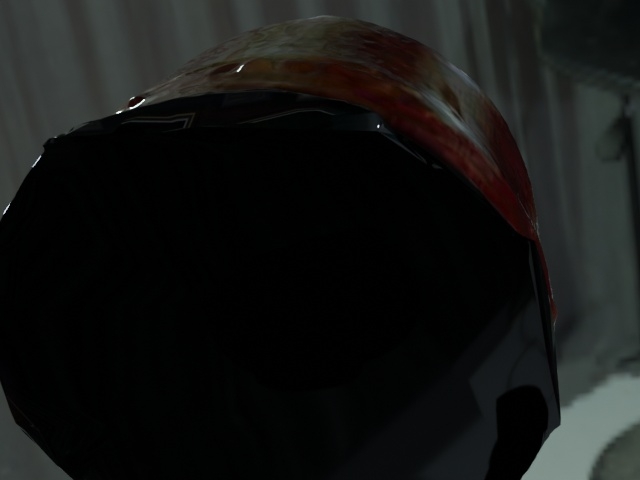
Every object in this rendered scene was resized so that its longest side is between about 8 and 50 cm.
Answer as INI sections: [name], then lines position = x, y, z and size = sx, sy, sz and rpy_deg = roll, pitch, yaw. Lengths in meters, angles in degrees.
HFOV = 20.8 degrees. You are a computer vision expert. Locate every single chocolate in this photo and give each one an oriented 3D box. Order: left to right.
[chocolate]
position = 0.000, 0.000, 1.200
size = 0.383, 0.384, 0.331
rpy_deg = -2, 33, 17
